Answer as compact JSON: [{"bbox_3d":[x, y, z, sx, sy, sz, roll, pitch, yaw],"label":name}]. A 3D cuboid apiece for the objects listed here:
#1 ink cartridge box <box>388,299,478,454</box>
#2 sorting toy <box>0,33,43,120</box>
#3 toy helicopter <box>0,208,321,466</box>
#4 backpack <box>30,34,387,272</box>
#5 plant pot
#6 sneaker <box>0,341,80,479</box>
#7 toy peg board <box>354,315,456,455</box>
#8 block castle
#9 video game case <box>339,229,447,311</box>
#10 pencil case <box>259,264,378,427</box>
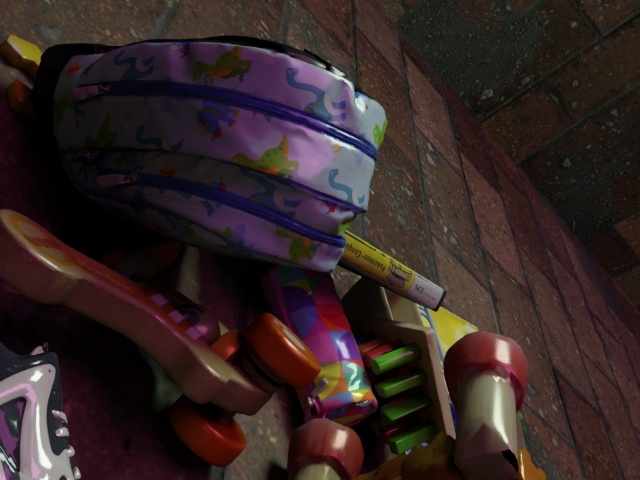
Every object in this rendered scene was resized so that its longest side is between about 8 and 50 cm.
[{"bbox_3d":[0.208,0.238,1.279,0.304,0.072,0.307,31,32,-43],"label":"ink cartridge box"},{"bbox_3d":[-0.399,-0.236,0.795,0.307,0.041,0.229,22,41,-50],"label":"sorting toy"},{"bbox_3d":[-0.171,0.056,0.720,0.235,0.140,0.355,46,2,38],"label":"toy helicopter"},{"bbox_3d":[-0.099,-0.094,0.805,0.290,0.356,0.273,28,62,-47],"label":"backpack"},{"bbox_3d":[0.086,0.119,1.162,0.109,0.096,0.109,33,33,-45],"label":"plant pot"},{"bbox_3d":[-0.210,0.155,0.586,0.235,0.094,0.153,35,39,-19],"label":"sneaker"},{"bbox_3d":[0.085,0.193,1.015,0.079,0.161,0.161,-16,99,-28],"label":"toy peg board"},{"bbox_3d":[0.189,0.342,0.832,0.453,0.303,0.212,50,24,-13],"label":"block castle"},{"bbox_3d":[0.000,0.000,1.044,0.275,0.035,0.248,24,-4,46],"label":"video game case"},{"bbox_3d":[-0.005,0.130,0.990,0.104,0.104,0.236,23,39,-50],"label":"pencil case"}]
